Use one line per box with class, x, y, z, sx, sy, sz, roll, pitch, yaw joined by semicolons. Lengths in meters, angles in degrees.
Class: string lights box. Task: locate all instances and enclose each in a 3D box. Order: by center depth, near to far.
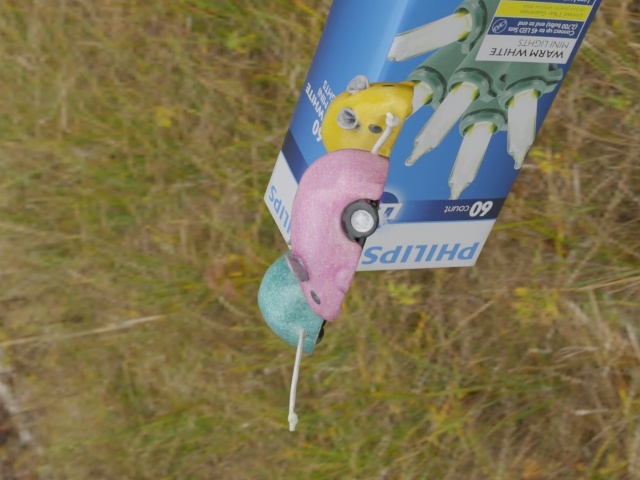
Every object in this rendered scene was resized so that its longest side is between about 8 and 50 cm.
string lights box;0.069;-0.101;0.827;0.077;0.133;0.259;61;142;41

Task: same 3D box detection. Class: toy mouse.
toy mouse;0.000;0.000;0.524;0.031;0.161;0.143;20;81;-2
